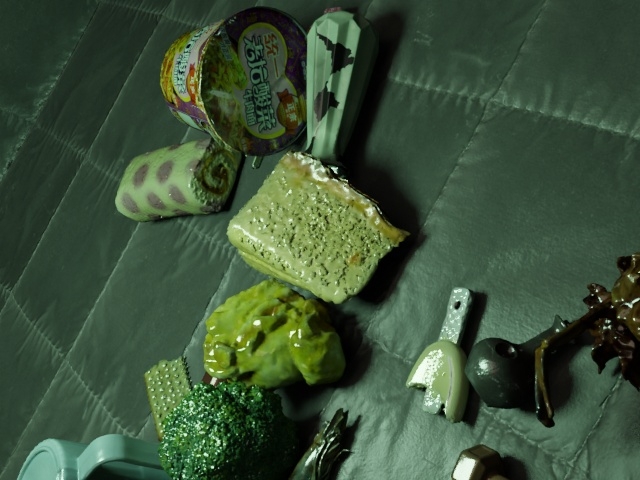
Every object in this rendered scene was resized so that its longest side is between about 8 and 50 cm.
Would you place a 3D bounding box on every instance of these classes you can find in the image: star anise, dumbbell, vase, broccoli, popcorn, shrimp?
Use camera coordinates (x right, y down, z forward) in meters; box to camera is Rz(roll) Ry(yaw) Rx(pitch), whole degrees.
[{"bbox_3d":[0.435,0.136,1.300,0.346,0.148,0.237,-45,37,0],"label":"star anise"},{"bbox_3d":[0.300,0.387,1.346,0.231,0.092,0.082,20,113,49],"label":"dumbbell"},{"bbox_3d":[0.323,0.187,1.429,0.183,0.120,0.120,-34,44,4],"label":"vase"},{"bbox_3d":[-0.174,0.394,1.725,0.269,0.241,0.262,13,90,4],"label":"broccoli"},{"bbox_3d":[0.032,-0.319,1.984,0.165,0.165,0.360,-6,69,44],"label":"vase"},{"bbox_3d":[-0.088,0.184,1.780,0.285,0.174,0.225,-7,48,15],"label":"popcorn"},{"bbox_3d":[0.002,0.458,1.643,0.169,0.058,0.296,33,97,44],"label":"shrimp"}]

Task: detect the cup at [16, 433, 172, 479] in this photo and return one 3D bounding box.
[{"bbox_3d":[-0.420,0.540,1.801,0.331,0.311,0.257,-20,57,47],"label":"cup"}]

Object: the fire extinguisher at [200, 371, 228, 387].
[{"bbox_3d":[-0.188,0.258,1.920,0.104,0.104,0.269,19,83,50],"label":"fire extinguisher"}]

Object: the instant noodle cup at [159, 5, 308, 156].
[{"bbox_3d":[-0.210,-0.374,2.107,0.266,0.339,0.340,16,80,49],"label":"instant noodle cup"}]

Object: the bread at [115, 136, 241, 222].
[{"bbox_3d":[-0.372,-0.155,2.301,0.338,0.155,0.187,-7,59,44],"label":"bread"}]

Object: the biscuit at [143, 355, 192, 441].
[{"bbox_3d":[-0.351,0.353,2.097,0.144,0.016,0.203,-43,44,21],"label":"biscuit"}]

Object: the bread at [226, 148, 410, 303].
[{"bbox_3d":[0.000,0.000,1.862,0.315,0.279,0.248,38,79,13],"label":"bread"}]

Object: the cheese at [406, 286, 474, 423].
[{"bbox_3d":[0.222,0.194,1.562,0.127,0.049,0.235,5,74,49],"label":"cheese"}]

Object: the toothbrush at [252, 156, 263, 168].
[{"bbox_3d":[-0.110,-0.311,2.219,0.028,0.026,0.294,17,82,49],"label":"toothbrush"}]

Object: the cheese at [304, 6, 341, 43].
[{"bbox_3d":[0.004,-0.440,2.146,0.155,0.062,0.244,11,87,46],"label":"cheese"}]
